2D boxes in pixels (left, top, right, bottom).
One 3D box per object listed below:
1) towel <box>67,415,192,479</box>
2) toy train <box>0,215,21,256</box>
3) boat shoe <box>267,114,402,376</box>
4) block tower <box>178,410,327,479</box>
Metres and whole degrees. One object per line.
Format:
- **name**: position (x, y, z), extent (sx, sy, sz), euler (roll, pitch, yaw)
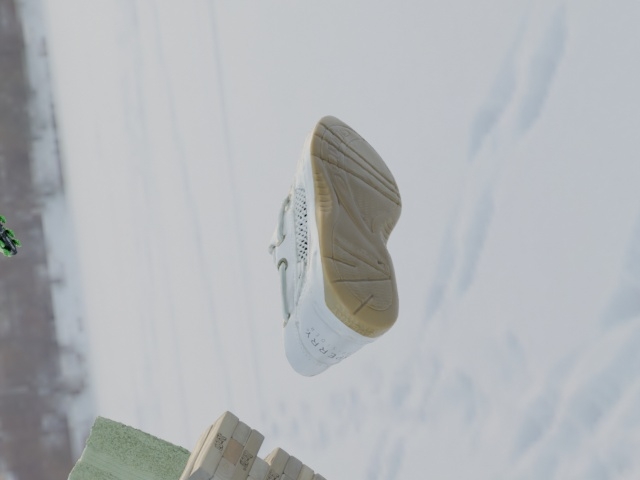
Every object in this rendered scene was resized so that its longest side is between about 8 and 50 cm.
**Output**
- **towel**: position (-0.243, 0.299, 2.142), extent (0.027, 0.148, 0.110), euler (59, -124, -84)
- **toy train**: position (-0.271, -0.018, 1.349), extent (0.024, 0.017, 0.083), euler (23, 151, 38)
- **boat shoe**: position (0.000, 0.000, 1.299), extent (0.096, 0.098, 0.277), euler (-45, 21, 27)
- **block tower**: position (0.001, 0.322, 1.751), extent (0.091, 0.335, 0.097), euler (-44, 13, 40)
